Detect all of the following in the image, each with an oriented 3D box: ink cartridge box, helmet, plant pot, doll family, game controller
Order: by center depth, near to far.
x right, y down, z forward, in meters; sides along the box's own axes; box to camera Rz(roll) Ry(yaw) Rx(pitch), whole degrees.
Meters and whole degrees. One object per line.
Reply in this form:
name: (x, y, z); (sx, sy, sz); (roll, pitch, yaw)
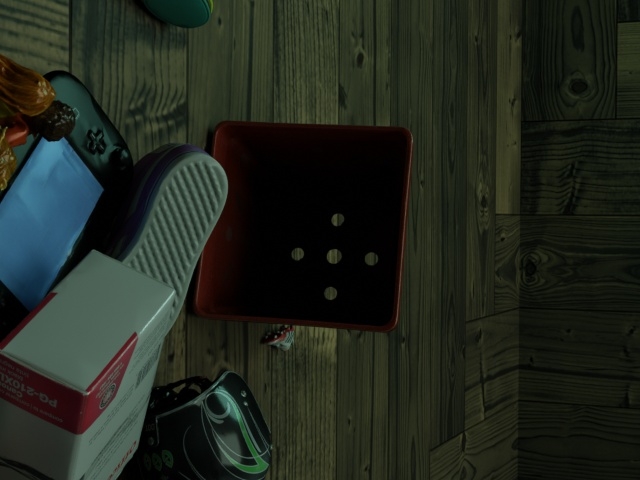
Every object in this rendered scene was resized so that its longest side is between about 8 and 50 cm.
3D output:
doll family: (-0.311, -0.080, 0.970); (0.263, 0.163, 0.118); (-67, 148, -40)
ink cartridge box: (-0.238, 0.158, 1.112); (0.172, 0.100, 0.237); (-55, 167, -52)
game controller: (-0.287, -0.022, 1.147); (0.166, 0.067, 0.319); (67, 33, -43)
helmet: (-0.139, 0.250, 1.374); (0.169, 0.169, 0.161); (-43, 113, -59)
plant pot: (0.000, 0.000, 1.587); (0.236, 0.268, 0.267); (45, 50, -73)

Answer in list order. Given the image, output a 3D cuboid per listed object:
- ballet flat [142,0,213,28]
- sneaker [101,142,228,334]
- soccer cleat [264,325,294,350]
ballet flat: (-0.197, -0.319, 1.340); (0.231, 0.077, 0.077); (18, 58, -63)
sneaker: (-0.207, 0.018, 1.289); (0.102, 0.161, 0.282); (33, 90, -29)
soccer cleat: (-0.059, 0.150, 1.714); (0.083, 0.029, 0.035); (-25, 109, -69)
